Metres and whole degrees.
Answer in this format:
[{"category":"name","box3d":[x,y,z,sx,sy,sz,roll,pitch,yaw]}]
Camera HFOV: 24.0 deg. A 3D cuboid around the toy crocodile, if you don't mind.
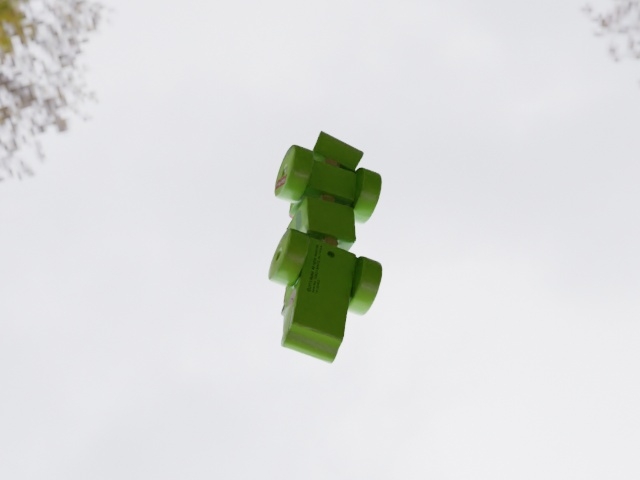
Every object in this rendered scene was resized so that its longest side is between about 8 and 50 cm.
[{"category":"toy crocodile","box3d":[0.000,0.000,1.706,0.115,0.105,0.340,17,-133,-15]}]
